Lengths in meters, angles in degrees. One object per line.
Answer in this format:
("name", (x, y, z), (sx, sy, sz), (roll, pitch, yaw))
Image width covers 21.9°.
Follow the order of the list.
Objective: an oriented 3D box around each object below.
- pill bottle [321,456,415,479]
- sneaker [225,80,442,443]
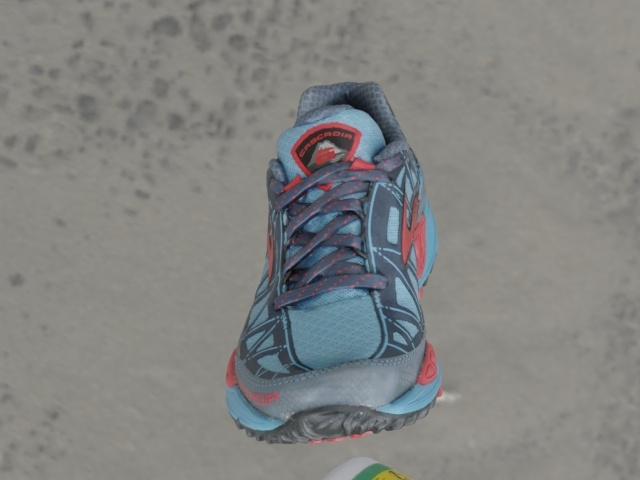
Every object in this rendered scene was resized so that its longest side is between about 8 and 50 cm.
("pill bottle", (0.086, 0.225, 1.003), (0.117, 0.208, 0.117), (-44, 148, -38))
("sneaker", (0.000, 0.000, 0.812), (0.104, 0.262, 0.125), (-8, 116, 7))
